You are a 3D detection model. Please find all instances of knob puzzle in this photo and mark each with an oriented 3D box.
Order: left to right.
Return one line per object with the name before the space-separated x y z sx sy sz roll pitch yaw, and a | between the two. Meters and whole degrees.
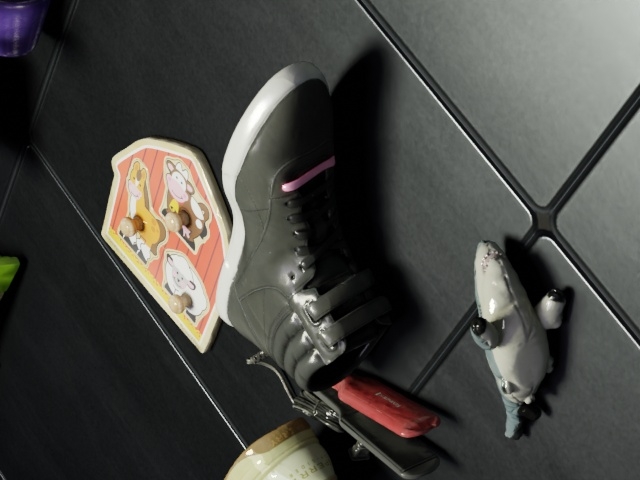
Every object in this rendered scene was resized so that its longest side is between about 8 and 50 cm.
knob puzzle | -0.141 -0.011 1.545 0.213 0.030 0.213 28 129 41

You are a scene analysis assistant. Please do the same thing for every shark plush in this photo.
shark plush | 0.146 0.078 1.237 0.067 0.073 0.161 50 167 53

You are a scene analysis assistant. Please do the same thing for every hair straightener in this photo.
hair straightener | 0.014 0.150 1.421 0.230 0.047 0.089 23 126 44

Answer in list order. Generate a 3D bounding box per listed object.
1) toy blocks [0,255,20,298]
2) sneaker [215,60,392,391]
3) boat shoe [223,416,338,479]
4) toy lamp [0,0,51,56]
toy blocks | -0.506 0.057 1.942 0.261 0.191 0.381 58 133 27
sneaker | 0.000 0.000 1.317 0.147 0.104 0.296 42 143 28
boat shoe | -0.051 0.267 1.511 0.089 0.104 0.285 50 149 19
toy lamp | -0.280 -0.296 1.524 0.080 0.080 0.274 37 136 34
